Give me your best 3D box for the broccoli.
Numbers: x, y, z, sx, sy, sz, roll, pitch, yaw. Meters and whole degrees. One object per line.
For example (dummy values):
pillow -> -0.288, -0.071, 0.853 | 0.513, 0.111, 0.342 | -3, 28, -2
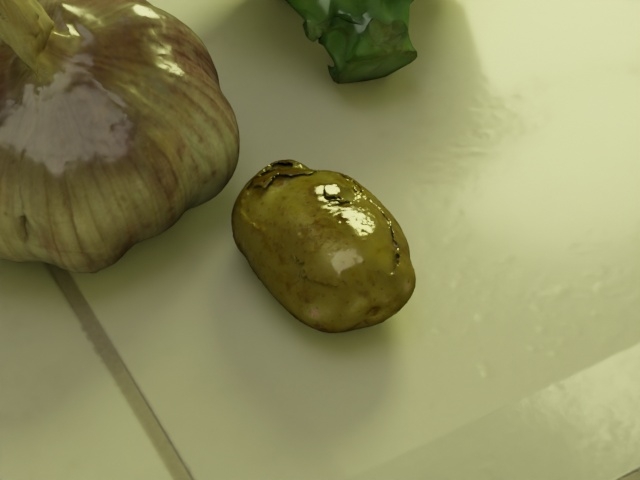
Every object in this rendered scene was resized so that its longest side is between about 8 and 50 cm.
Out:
broccoli -> 0.024, -0.267, 1.338 | 0.270, 0.270, 0.270 | -10, 74, -6

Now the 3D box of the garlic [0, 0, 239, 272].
garlic -> -0.200, -0.120, 1.177 | 0.245, 0.253, 0.245 | -9, 44, 9

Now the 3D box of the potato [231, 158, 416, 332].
potato -> 0.000, 0.000, 1.155 | 0.107, 0.080, 0.170 | -29, 50, -7
